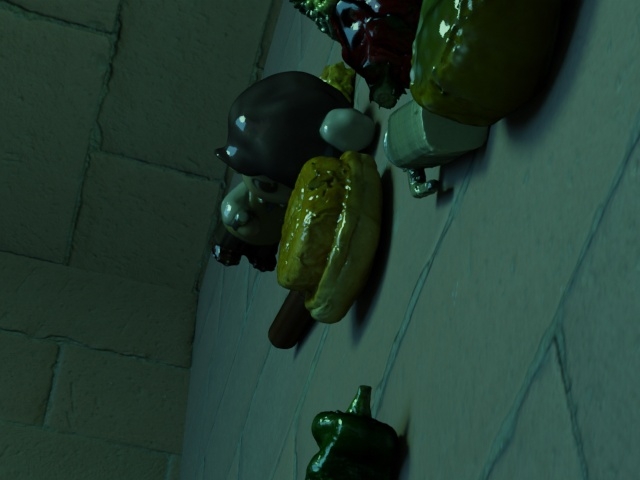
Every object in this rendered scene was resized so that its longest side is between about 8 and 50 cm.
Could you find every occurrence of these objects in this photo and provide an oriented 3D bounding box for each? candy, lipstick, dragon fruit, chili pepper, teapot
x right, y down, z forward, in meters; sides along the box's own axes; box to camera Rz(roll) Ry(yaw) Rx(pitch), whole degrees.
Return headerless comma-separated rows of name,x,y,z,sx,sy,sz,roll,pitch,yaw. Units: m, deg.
candy,0.168,-0.238,1.413,0.260,0.118,0.260,-162,90,-81
lipstick,-0.023,0.090,2.289,0.357,0.057,0.057,121,160,-63
dragon fruit,0.098,-0.256,1.665,0.188,0.182,0.182,-96,21,-64
chili pepper,0.028,0.292,1.580,0.136,0.099,0.270,32,-117,-73
teapot,0.126,-0.106,1.610,0.200,0.077,0.107,160,103,-79

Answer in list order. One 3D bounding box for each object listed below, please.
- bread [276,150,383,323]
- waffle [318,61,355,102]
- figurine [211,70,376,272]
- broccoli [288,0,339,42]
bread,0.016,-0.012,1.982,0.236,0.120,0.198,-87,15,-46
waffle,0.014,-0.215,2.490,0.160,0.055,0.211,112,168,-49
figurine,-0.070,-0.091,2.264,0.206,0.218,0.365,-89,18,-61
broccoli,0.075,-0.371,1.869,0.243,0.263,0.247,-48,-2,35
